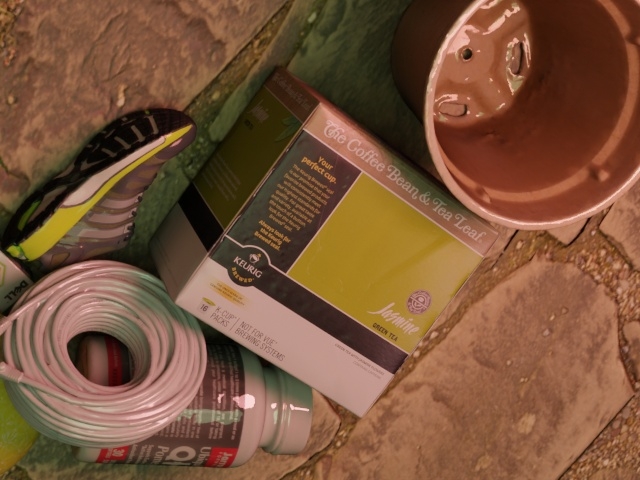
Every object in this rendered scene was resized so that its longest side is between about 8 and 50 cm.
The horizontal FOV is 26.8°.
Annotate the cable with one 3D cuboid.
[{"bbox_3d":[-0.280,0.148,1.718,0.257,0.257,0.089,36,141,4],"label":"cable"}]

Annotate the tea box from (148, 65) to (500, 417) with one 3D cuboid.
[{"bbox_3d":[0.000,0.000,1.819,0.329,0.220,0.323,35,97,-25],"label":"tea box"}]

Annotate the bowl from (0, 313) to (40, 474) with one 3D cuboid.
[{"bbox_3d":[-0.501,0.234,1.750,0.289,0.156,0.289,-3,121,-4],"label":"bowl"}]

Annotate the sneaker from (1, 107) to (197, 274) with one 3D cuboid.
[{"bbox_3d":[-0.279,-0.060,1.788,0.300,0.111,0.121,-38,126,5],"label":"sneaker"}]

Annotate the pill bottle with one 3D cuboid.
[{"bbox_3d":[-0.180,0.227,1.871,0.318,0.176,0.176,5,108,-18],"label":"pill bottle"}]

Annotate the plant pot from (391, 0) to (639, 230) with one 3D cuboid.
[{"bbox_3d":[0.240,-0.217,1.764,0.333,0.305,0.334,-6,110,-15],"label":"plant pot"}]

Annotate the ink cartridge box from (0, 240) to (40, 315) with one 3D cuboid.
[{"bbox_3d":[-0.456,0.052,1.786,0.109,0.062,0.209,-41,116,0],"label":"ink cartridge box"}]
